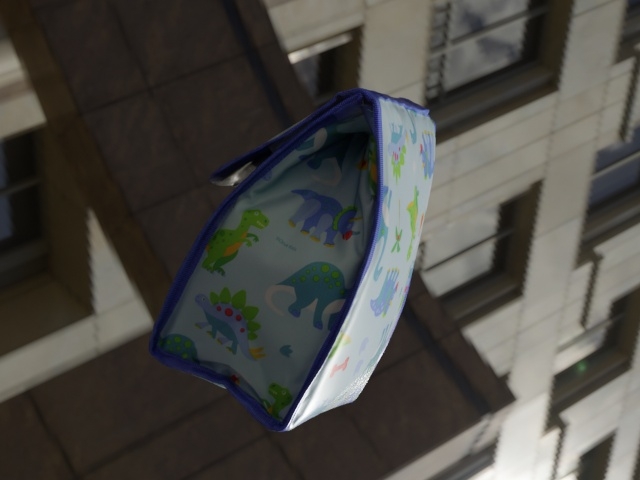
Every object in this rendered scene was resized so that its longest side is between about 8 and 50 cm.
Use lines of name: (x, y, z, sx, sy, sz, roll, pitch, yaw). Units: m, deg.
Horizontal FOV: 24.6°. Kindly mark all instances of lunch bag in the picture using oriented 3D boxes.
lunch bag: (0.000, 0.000, 0.682, 0.096, 0.129, 0.151, 31, -81, 11)
